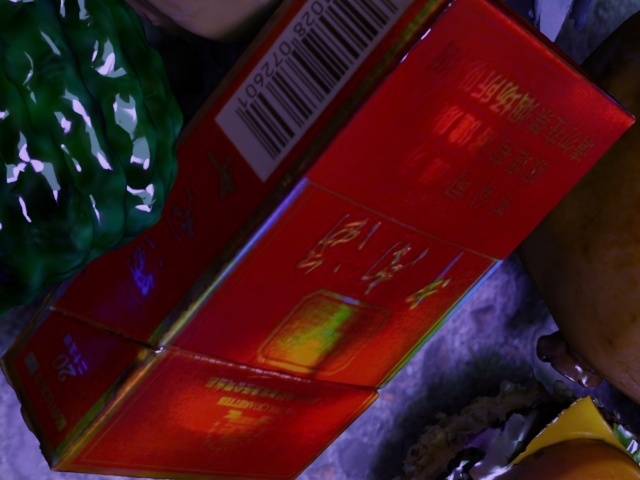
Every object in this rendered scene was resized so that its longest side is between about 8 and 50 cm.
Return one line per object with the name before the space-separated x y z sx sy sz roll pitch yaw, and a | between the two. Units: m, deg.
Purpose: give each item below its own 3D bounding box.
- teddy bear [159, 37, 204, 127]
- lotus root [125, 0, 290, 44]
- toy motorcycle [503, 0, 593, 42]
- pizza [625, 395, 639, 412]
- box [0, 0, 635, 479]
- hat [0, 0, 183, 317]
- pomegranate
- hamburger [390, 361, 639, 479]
teddy bear | -0.101 -0.054 0.633 0.119 0.078 0.160 -41 121 -11
lotus root | -0.101 -0.232 0.530 0.151 0.169 0.343 -47 122 -11
toy motorcycle | 0.072 -0.179 0.674 0.188 0.143 0.327 0 118 -25
pizza | 0.299 0.170 0.858 0.069 0.226 0.147 -27 79 10
box | 0.001 0.000 0.605 0.313 0.089 0.197 -48 145 17
hat | -0.230 -0.107 0.458 0.274 0.242 0.332 -26 100 -9
pomegranate | 0.267 -0.021 0.730 0.307 0.307 0.307 -8 107 -28
hamburger | 0.141 0.224 0.813 0.262 0.138 0.243 -45 120 -13
